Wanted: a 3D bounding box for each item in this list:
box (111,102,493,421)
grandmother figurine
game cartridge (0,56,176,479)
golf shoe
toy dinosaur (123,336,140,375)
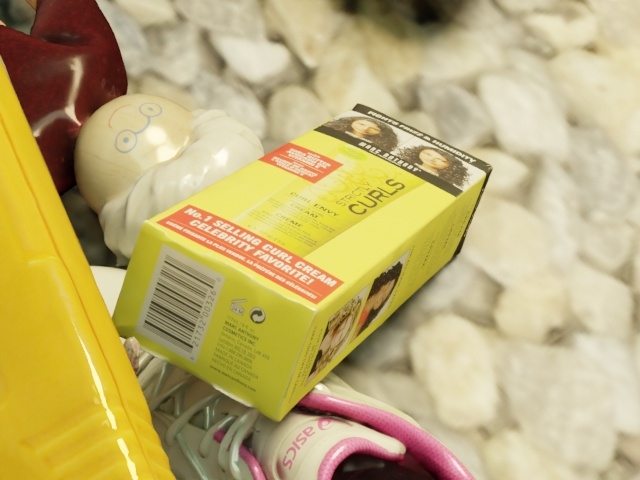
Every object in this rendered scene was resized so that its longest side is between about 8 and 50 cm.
[{"bbox_3d":[0.000,0.000,0.727,0.087,0.058,0.232,27,26,15],"label":"box"},{"bbox_3d":[-0.187,-0.076,0.827,0.342,0.104,0.208,22,75,15],"label":"grandmother figurine"},{"bbox_3d":[-0.219,0.063,0.617,0.285,0.052,0.324,-33,58,8],"label":"game cartridge"},{"bbox_3d":[-0.022,0.087,0.717,0.306,0.140,0.115,31,69,18],"label":"golf shoe"},{"bbox_3d":[-0.159,0.172,0.663,0.295,0.127,0.200,-34,68,4],"label":"toy dinosaur"}]
